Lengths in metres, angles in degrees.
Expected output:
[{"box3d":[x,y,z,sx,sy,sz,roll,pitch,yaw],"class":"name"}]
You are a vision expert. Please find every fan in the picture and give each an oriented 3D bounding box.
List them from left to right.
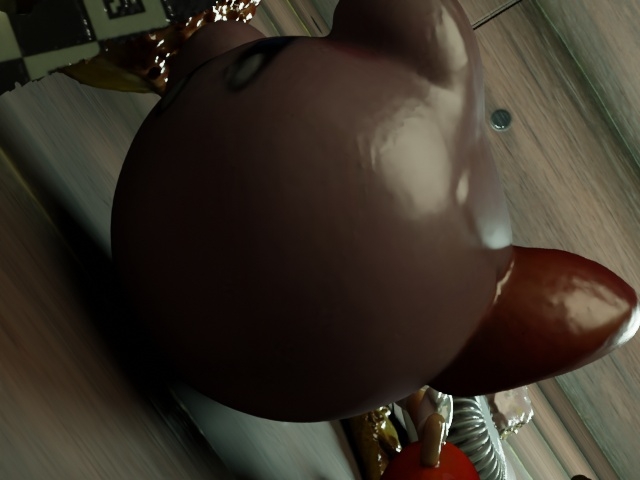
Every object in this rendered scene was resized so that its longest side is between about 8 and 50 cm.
[{"box3d":[0.127,0.190,1.458,0.244,0.074,0.130,54,19,-59],"class":"fan"}]

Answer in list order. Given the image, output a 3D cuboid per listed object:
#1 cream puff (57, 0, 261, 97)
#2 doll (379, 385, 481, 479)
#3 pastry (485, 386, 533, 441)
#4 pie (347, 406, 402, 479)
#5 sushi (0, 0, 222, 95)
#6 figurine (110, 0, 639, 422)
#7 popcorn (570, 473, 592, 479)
[{"box3d":[-0.138,-0.262,1.042,0.350,0.229,0.350,58,9,-15],"class":"cream puff"},{"box3d":[0.071,0.174,1.055,0.217,0.085,0.183,-85,172,-66],"class":"doll"},{"box3d":[0.128,0.092,1.636,0.103,0.112,0.265,23,33,-55],"class":"pastry"},{"box3d":[0.042,0.142,1.272,0.088,0.033,0.191,54,9,-48],"class":"pie"},{"box3d":[-0.176,-0.174,0.845,0.210,0.193,0.040,61,-27,5],"class":"sushi"},{"box3d":[0.001,0.009,0.918,0.211,0.270,0.261,-47,119,-47],"class":"figurine"},{"box3d":[0.265,0.322,1.100,0.326,0.290,0.321,31,35,-16],"class":"popcorn"}]
